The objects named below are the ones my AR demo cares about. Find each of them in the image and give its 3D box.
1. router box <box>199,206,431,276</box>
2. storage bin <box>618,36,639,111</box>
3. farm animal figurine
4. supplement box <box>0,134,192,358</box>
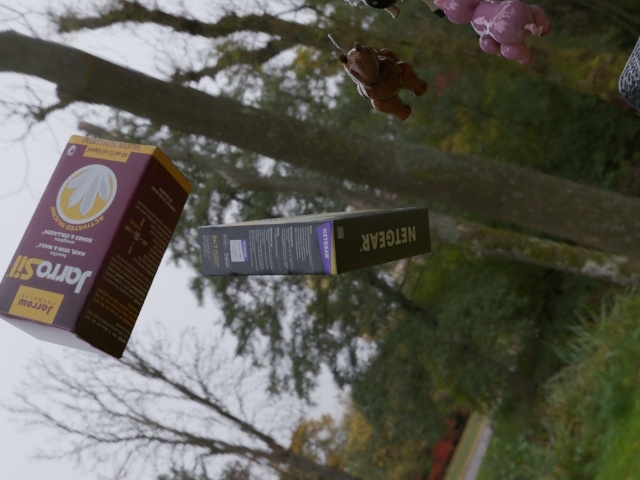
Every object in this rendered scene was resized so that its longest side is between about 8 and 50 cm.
[{"bbox_3d":[0.000,0.000,1.350,0.309,0.243,0.080,-10,-84,-58],"label":"router box"},{"bbox_3d":[0.427,-0.210,0.942,0.180,0.122,0.084,-59,10,-19],"label":"storage bin"},{"bbox_3d":[0.113,-0.306,0.872,0.330,0.172,0.326,-36,38,37],"label":"farm animal figurine"},{"bbox_3d":[-0.211,0.004,0.800,0.081,0.104,0.188,55,-130,-58],"label":"supplement box"}]
